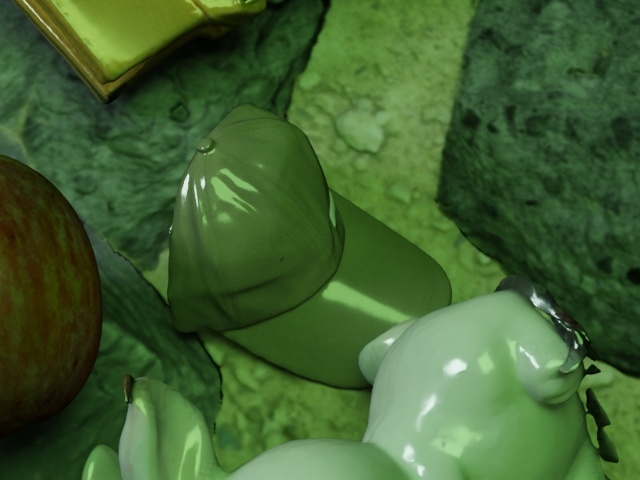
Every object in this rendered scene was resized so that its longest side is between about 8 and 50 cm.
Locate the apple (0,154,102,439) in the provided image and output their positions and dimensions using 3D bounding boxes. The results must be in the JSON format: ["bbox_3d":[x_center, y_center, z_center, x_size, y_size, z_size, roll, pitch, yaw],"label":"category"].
[{"bbox_3d":[-0.232,0.042,1.221,0.188,0.188,0.174,-13,75,-15],"label":"apple"}]

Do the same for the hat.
[{"bbox_3d":[0.000,0.000,1.318,0.173,0.144,0.166,13,57,19],"label":"hat"}]

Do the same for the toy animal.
[{"bbox_3d":[0.028,0.158,1.201,0.310,0.183,0.247,-30,66,-13],"label":"toy animal"}]

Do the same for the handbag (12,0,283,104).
[{"bbox_3d":[-0.087,-0.298,1.465,0.401,0.133,0.283,-37,77,-23],"label":"handbag"}]
